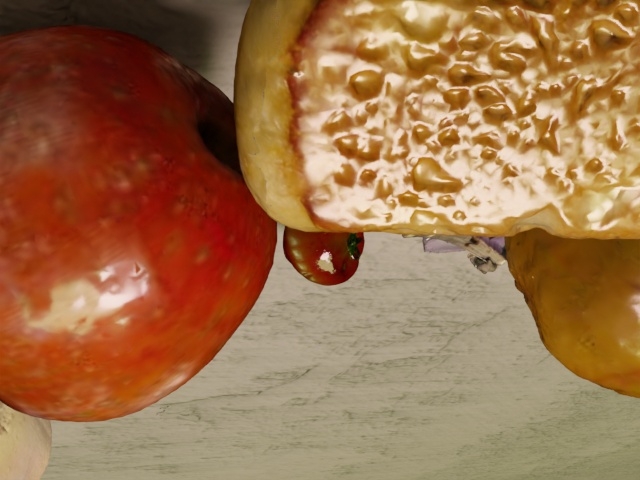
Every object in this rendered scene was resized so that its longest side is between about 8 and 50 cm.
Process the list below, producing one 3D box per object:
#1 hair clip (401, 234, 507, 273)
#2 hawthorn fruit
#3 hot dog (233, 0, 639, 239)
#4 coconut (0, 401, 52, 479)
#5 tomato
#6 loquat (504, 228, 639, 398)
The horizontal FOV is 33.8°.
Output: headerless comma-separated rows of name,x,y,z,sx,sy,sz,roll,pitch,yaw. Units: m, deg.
hair clip,0.132,-0.018,1.051,0.106,0.084,0.292,-28,156,20
hawthorn fruit,-0.169,-0.006,0.710,0.285,0.284,0.284,-10,154,-5
hot dog,0.148,-0.114,0.686,0.406,0.223,0.185,1,115,-3
coconut,-0.392,0.183,1.050,0.239,0.239,0.244,-8,155,-8
tomato,0.000,0.000,1.019,0.075,0.087,0.087,8,164,26
loquat,0.305,-0.005,0.920,0.276,0.275,0.284,12,156,-41
